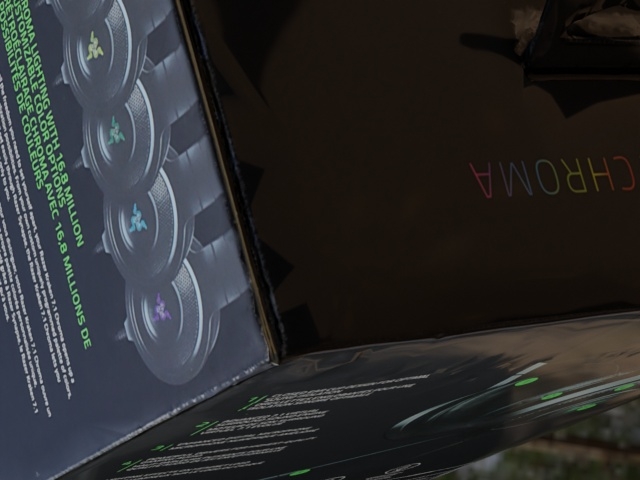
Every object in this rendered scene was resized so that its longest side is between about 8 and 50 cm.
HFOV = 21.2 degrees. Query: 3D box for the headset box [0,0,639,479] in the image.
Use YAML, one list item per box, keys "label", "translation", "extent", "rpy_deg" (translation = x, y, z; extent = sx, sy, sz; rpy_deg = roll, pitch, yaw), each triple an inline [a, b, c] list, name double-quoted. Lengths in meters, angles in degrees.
- label: "headset box"
  translation: [0.000, 0.000, 0.514]
  extent: [0.283, 0.246, 0.131]
  rpy_deg: [-31, 69, 49]
